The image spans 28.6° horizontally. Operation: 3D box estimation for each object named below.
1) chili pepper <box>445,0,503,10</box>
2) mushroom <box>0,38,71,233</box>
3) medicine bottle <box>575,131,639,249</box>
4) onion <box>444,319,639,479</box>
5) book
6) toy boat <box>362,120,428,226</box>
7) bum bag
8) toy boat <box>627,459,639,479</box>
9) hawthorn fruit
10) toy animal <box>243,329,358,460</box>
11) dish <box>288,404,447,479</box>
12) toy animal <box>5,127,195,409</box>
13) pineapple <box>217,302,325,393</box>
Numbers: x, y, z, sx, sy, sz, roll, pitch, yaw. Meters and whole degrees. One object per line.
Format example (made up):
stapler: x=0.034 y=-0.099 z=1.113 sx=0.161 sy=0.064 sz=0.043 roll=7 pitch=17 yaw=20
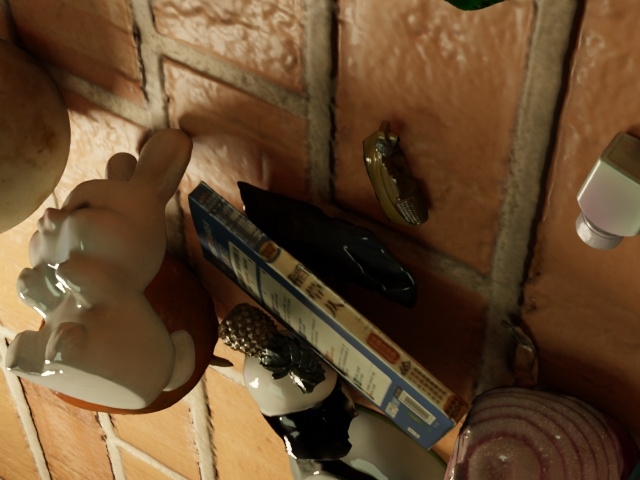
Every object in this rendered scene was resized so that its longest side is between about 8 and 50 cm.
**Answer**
chili pepper: x=0.097 y=-0.267 z=1.191 sx=0.224 sy=0.061 sz=0.098 roll=14 pitch=145 yaw=33
mushroom: x=-0.505 y=-0.148 z=1.779 sx=0.297 sy=0.297 sz=0.290 roll=50 pitch=173 yaw=-14
medicine bottle: x=0.299 y=-0.043 z=1.250 sx=0.074 sy=0.055 sz=0.118 roll=32 pitch=145 yaw=12
onion: x=0.272 y=0.298 z=1.545 sx=0.256 sy=0.272 sz=0.230 roll=32 pitch=173 yaw=25
book: x=0.002 y=0.108 z=1.628 sx=0.428 sy=0.039 sz=0.300 roll=41 pitch=168 yaw=8
toy boat: x=0.087 y=-0.075 z=1.441 sx=0.049 sy=0.047 sz=0.149 roll=1 pitch=134 yaw=27
bum bag: x=0.000 y=0.000 z=1.589 sx=0.310 sy=0.074 sz=0.137 roll=19 pitch=154 yaw=39
toy boat: x=0.383 y=0.249 z=1.286 sx=0.122 sy=0.296 sz=0.114 roll=46 pitch=138 yaw=0
hawthorn fruit: x=-0.268 y=0.142 z=1.878 sx=0.298 sy=0.277 sz=0.277 roll=22 pitch=152 yaw=-19
toy animal: x=-0.028 y=0.215 z=1.821 sx=0.166 sy=0.138 sz=0.179 roll=10 pitch=127 yaw=55
dish: x=0.068 y=0.407 z=1.955 sx=0.324 sy=0.124 sz=0.324 roll=26 pitch=145 yaw=21
toy animal: x=-0.265 y=0.034 z=1.658 sx=0.241 sy=0.367 sz=0.196 roll=16 pitch=159 yaw=-39
pineapple: x=-0.063 y=0.151 z=1.729 sx=0.159 sy=0.074 sz=0.074 roll=34 pitch=147 yaw=17
